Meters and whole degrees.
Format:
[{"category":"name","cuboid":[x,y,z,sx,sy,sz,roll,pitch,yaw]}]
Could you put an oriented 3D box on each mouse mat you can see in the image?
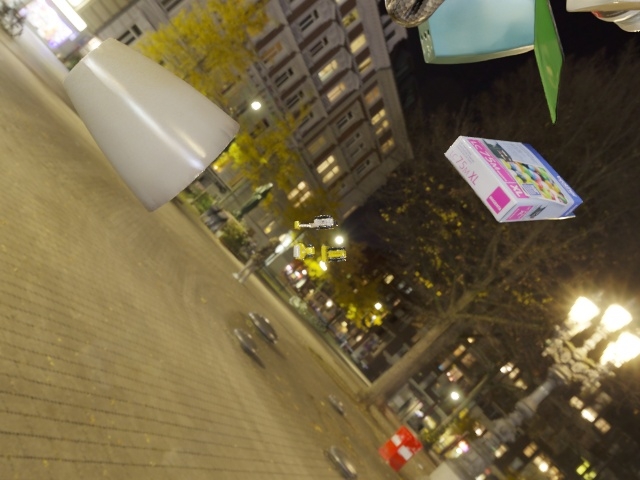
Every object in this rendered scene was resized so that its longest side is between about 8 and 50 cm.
[{"category":"mouse mat","cuboid":[0.323,-0.269,0.741,0.189,0.007,0.153,37,45,-63]}]

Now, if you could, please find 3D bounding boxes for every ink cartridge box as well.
[{"category":"ink cartridge box","cuboid":[0.417,-0.127,1.080,0.311,0.065,0.186,-2,51,-41]}]

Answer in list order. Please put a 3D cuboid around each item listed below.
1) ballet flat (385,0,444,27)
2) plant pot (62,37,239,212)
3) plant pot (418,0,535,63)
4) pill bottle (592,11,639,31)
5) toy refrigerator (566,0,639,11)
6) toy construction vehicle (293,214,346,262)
[{"category":"ballet flat","cuboid":[0.154,-0.338,0.541,0.084,0.250,0.058,43,13,10]},{"category":"plant pot","cuboid":[-0.345,-0.239,1.013,0.274,0.256,0.256,46,-4,-23]},{"category":"plant pot","cuboid":[0.337,-0.466,1.115,0.165,0.234,0.166,-93,169,-78]},{"category":"pill bottle","cuboid":[0.688,-0.632,1.220,0.318,0.176,0.176,22,10,-32]},{"category":"toy refrigerator","cuboid":[0.588,-0.479,0.957,0.102,0.269,0.094,25,-57,60]},{"category":"toy construction vehicle","cuboid":[0.000,0.000,0.950,0.035,0.098,0.086,17,69,-71]}]
